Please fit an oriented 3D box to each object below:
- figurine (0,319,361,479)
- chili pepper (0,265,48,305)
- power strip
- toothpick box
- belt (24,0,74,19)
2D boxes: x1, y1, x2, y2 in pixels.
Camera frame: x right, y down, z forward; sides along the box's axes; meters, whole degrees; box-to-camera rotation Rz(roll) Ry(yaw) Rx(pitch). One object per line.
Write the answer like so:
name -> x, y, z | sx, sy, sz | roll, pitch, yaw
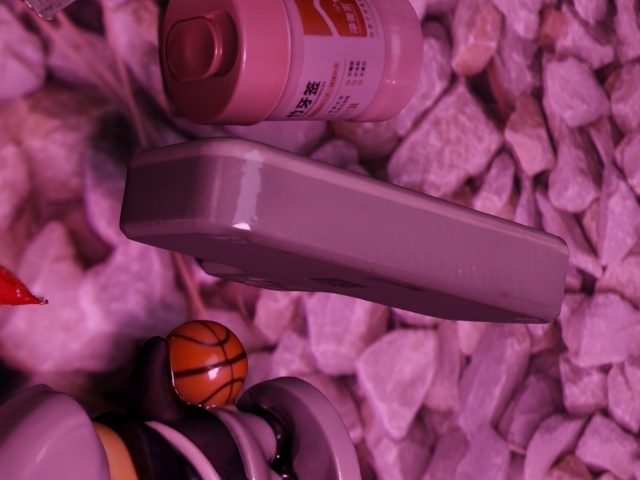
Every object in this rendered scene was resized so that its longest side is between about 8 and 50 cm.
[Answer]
figurine -> -0.103, 0.141, 0.645 | 0.236, 0.133, 0.176 | -9, 81, -40
chili pepper -> -0.226, 0.005, 0.630 | 0.178, 0.027, 0.045 | 31, 67, -33
power strip -> 0.000, -0.001, 0.698 | 0.265, 0.194, 0.059 | 15, 79, -35
toothpick box -> -0.018, -0.126, 0.758 | 0.149, 0.098, 0.098 | -5, 88, -39
belt -> -0.154, -0.241, 0.679 | 0.147, 0.082, 0.163 | -46, 111, -27
